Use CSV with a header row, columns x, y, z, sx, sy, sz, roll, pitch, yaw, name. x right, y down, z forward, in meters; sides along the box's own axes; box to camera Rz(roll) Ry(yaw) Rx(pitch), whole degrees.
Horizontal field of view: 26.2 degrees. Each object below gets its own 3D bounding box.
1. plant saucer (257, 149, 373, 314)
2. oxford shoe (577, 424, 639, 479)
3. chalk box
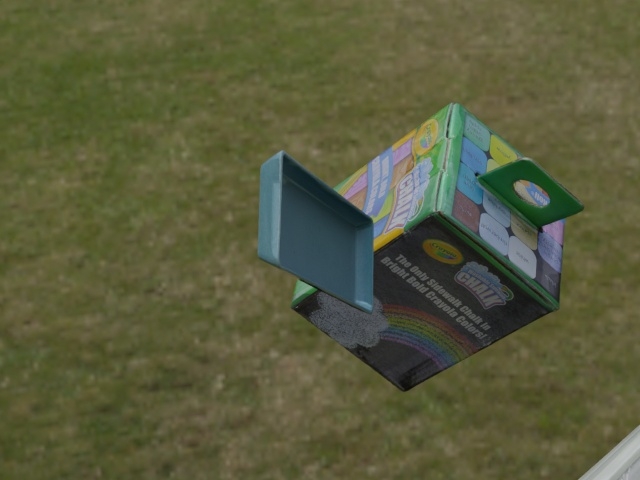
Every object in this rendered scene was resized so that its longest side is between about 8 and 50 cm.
x,y,z,sx,sy,sz,roll,pitch,yaw,name
0.000,0.000,0.848,0.018,0.067,0.192,-2,-12,19,plant saucer
0.223,0.159,0.691,0.169,0.449,0.130,33,11,-16,oxford shoe
0.101,-0.004,1.057,0.213,0.132,0.132,-34,28,36,chalk box
